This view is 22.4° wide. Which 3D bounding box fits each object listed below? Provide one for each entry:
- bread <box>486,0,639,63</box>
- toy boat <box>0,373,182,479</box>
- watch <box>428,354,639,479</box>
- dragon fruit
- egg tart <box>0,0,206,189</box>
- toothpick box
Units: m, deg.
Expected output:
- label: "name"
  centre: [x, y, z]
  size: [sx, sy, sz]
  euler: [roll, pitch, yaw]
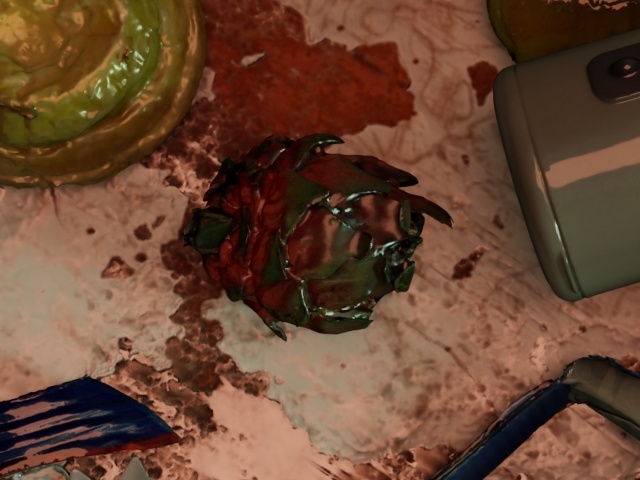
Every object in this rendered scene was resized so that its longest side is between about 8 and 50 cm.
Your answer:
- label: "bread"
  centre: [0.341, -0.234, 1.444]
  size: [0.384, 0.112, 0.166]
  euler: [1, 84, -2]
- label: "toy boat"
  centre: [-0.193, 0.256, 1.394]
  size: [0.219, 0.072, 0.318]
  euler: [-40, 91, -3]
- label: "watch"
  centre: [0.229, 0.255, 1.360]
  size: [0.274, 0.068, 0.276]
  euler: [-41, 60, -7]
- label: "dragon fruit"
  centre: [-0.008, -0.003, 1.379]
  size: [0.189, 0.182, 0.182]
  euler: [35, 84, 15]
- label: "egg tart"
  centre: [-0.245, -0.187, 1.412]
  size: [0.290, 0.115, 0.290]
  euler: [0, 83, -4]
- label: "toothpick box"
  centre: [0.315, -0.094, 1.337]
  size: [0.316, 0.229, 0.229]
  euler: [-17, 85, 12]
